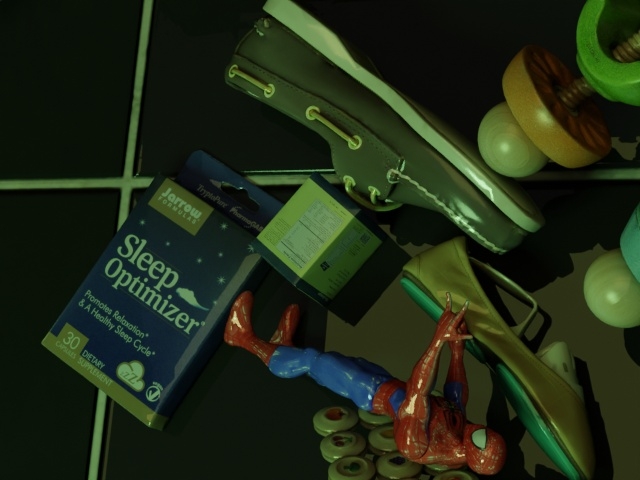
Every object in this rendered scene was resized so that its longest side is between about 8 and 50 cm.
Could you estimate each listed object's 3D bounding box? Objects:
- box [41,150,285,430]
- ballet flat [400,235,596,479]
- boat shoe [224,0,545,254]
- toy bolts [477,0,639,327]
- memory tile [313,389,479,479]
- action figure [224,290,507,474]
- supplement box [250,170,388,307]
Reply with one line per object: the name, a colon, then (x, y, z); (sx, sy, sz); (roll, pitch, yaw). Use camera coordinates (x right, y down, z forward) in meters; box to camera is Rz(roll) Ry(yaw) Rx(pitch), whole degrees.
box: (-0.131, 0.036, 1.314); (0.136, 0.036, 0.225); (33, 87, 24)
ballet flat: (0.156, 0.085, 1.179); (0.073, 0.080, 0.232); (-37, 67, -7)
boat shoe: (0.047, -0.084, 1.245); (0.324, 0.117, 0.096); (42, 100, 25)
toy bolts: (0.246, -0.047, 1.132); (0.158, 0.218, 0.228); (-40, 60, 30)
memory tile: (0.057, 0.164, 1.159); (0.113, 0.012, 0.148); (-7, 28, -6)
action figure: (0.053, 0.081, 1.154); (0.280, 0.091, 0.139); (31, 101, 43)
supplement box: (0.000, 0.000, 1.250); (0.056, 0.083, 0.083); (42, 91, 25)
